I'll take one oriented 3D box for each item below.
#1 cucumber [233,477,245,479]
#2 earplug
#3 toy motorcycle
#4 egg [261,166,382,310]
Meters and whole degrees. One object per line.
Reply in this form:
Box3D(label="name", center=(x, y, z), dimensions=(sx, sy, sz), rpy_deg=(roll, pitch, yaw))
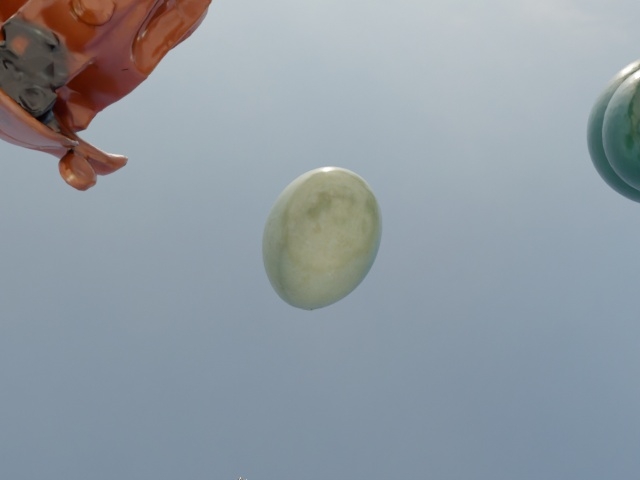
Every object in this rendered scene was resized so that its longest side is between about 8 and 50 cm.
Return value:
Box3D(label="cucumber", center=(-0.122, 0.305, 0.751), dimensions=(0.067, 0.245, 0.067), rpy_deg=(34, -165, -11))
Box3D(label="earplug", center=(0.410, -0.127, 0.865), dimensions=(0.280, 0.257, 0.164), rpy_deg=(-20, -82, -61))
Box3D(label="toy motorcycle", center=(-0.089, -0.154, 0.436), dimensions=(0.148, 0.325, 0.221), rpy_deg=(47, -155, -20))
Box3D(label="egg", center=(0.000, 0.000, 0.815), dimensions=(0.114, 0.152, 0.114), rpy_deg=(17, -156, -8))
